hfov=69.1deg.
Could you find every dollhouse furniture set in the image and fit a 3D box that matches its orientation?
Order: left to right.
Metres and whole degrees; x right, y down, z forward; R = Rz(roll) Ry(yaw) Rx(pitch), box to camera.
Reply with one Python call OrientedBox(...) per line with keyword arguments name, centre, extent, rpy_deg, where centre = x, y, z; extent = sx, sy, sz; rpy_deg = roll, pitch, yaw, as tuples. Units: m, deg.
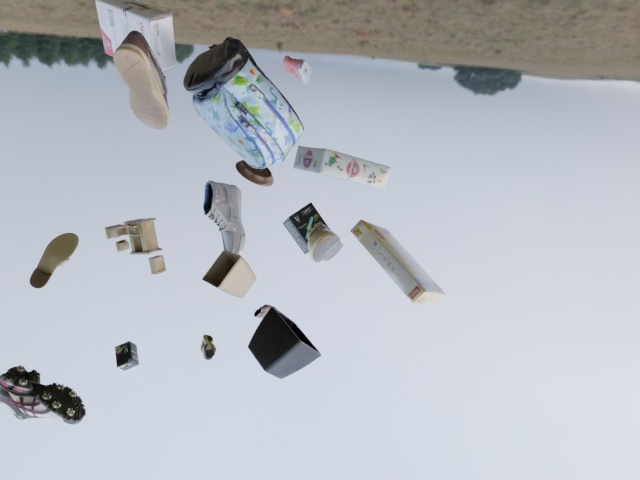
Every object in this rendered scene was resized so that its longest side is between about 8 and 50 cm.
OrientedBox(name="dollhouse furniture set", centre=(-0.604, 0.032, 1.481), extent=(0.101, 0.181, 0.161), rpy_deg=(-1, -168, 31))

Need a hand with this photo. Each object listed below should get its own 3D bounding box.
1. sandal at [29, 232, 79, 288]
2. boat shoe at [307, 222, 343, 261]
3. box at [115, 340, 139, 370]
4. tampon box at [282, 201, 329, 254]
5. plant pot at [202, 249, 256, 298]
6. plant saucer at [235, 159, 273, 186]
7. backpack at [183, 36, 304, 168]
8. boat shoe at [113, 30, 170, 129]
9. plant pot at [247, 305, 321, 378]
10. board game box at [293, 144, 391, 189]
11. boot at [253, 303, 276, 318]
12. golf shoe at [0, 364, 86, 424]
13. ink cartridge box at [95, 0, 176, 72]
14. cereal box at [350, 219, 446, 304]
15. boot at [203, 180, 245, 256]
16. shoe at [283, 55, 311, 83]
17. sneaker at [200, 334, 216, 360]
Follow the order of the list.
OrientedBox(name="sandal", centre=(-1.005, 0.069, 1.755), extent=(0.088, 0.240, 0.079), rpy_deg=(35, 169, -19))
OrientedBox(name="boat shoe", centre=(0.000, 0.000, 1.474), extent=(0.098, 0.109, 0.302), rpy_deg=(47, -175, 10))
OrientedBox(name="box", centre=(-0.711, 0.424, 1.707), extent=(0.062, 0.052, 0.083), rpy_deg=(-23, -123, 0))
OrientedBox(name="tampon box", centre=(-0.051, -0.047, 1.869), extent=(0.120, 0.161, 0.101), rpy_deg=(-35, -179, -23))
OrientedBox(name="plant pot", centre=(-0.250, 0.104, 1.320), extent=(0.109, 0.096, 0.109), rpy_deg=(15, -115, 51))
OrientedBox(name="plant saucer", centre=(-0.303, -0.329, 2.194), extent=(0.199, 0.036, 0.198), rpy_deg=(26, -151, -15))
OrientedBox(name="backpack", centre=(-0.218, -0.387, 1.398), extent=(0.356, 0.273, 0.290), rpy_deg=(28, 170, -39))
OrientedBox(name="boat shoe", centre=(-0.427, -0.387, 1.154), extent=(0.103, 0.285, 0.092), rpy_deg=(10, -115, 3))
OrientedBox(name="plant pot", centre=(-0.141, 0.377, 1.648), extent=(0.167, 0.188, 0.187), rpy_deg=(-44, -127, -2))
OrientedBox(name="board game box", centre=(0.082, -0.284, 1.797), extent=(0.304, 0.097, 0.224), rpy_deg=(10, -172, -31))
OrientedBox(name="boot", centre=(-0.241, 0.310, 1.937), extent=(0.087, 0.118, 0.042), rpy_deg=(5, -145, -47))
OrientedBox(name="golf shoe", centre=(-0.818, 0.476, 1.363), extent=(0.273, 0.120, 0.105), rpy_deg=(27, -170, 5))
OrientedBox(name="ink cartridge box", centre=(-0.532, -0.600, 1.351), extent=(0.218, 0.158, 0.092), rpy_deg=(29, -135, 21))
OrientedBox(name="cereal box", centre=(0.193, 0.056, 1.144), extent=(0.240, 0.047, 0.173), rpy_deg=(52, -162, 27))
OrientedBox(name="boot", centre=(-0.314, -0.061, 1.465), extent=(0.095, 0.258, 0.123), rpy_deg=(-21, 159, 39))
OrientedBox(name="shoe", centre=(-0.087, -0.646, 1.750), extent=(0.081, 0.063, 0.178), rpy_deg=(20, -175, 6))
OrientedBox(name="sneaker", centre=(-0.269, 0.261, 1.108), extent=(0.031, 0.035, 0.083), rpy_deg=(17, -160, -22))
